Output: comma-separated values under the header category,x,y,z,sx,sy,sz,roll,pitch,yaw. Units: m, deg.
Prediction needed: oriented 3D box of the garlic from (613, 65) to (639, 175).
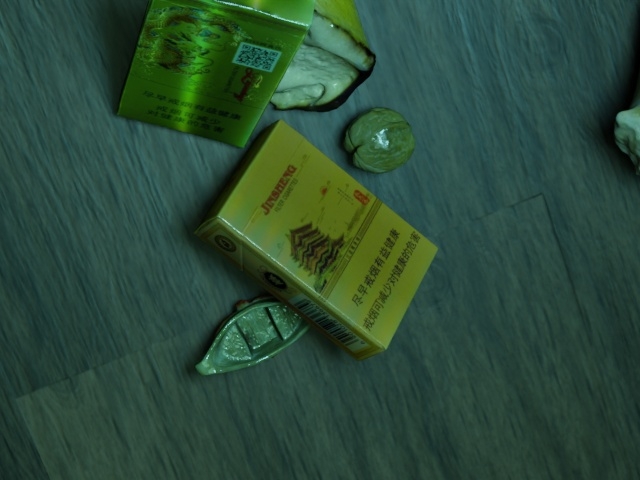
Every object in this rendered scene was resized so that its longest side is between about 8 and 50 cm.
category,x,y,z,sx,sy,sz,roll,pitch,yaw
garlic,0.511,-0.234,1.642,0.246,0.231,0.339,-2,69,18

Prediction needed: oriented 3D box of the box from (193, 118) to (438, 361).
category,x,y,z,sx,sy,sz,roll,pitch,yaw
box,0.000,0.000,1.588,0.274,0.076,0.174,38,57,-14

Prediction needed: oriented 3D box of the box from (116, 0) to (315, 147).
category,x,y,z,sx,sy,sz,roll,pitch,yaw
box,-0.130,-0.208,1.462,0.173,0.311,0.043,13,66,-12

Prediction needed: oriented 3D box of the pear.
category,x,y,z,sx,sy,sz,roll,pitch,yaw
pear,-0.056,-0.288,1.524,0.267,0.267,0.178,13,71,-11

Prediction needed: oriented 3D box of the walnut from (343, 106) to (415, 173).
category,x,y,z,sx,sy,sz,roll,pitch,yaw
walnut,0.076,-0.128,1.616,0.092,0.092,0.092,-2,100,-9

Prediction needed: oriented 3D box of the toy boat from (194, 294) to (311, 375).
category,x,y,z,sx,sy,sz,roll,pitch,yaw
toy boat,-0.081,0.118,1.636,0.185,0.071,0.089,-29,104,-3
